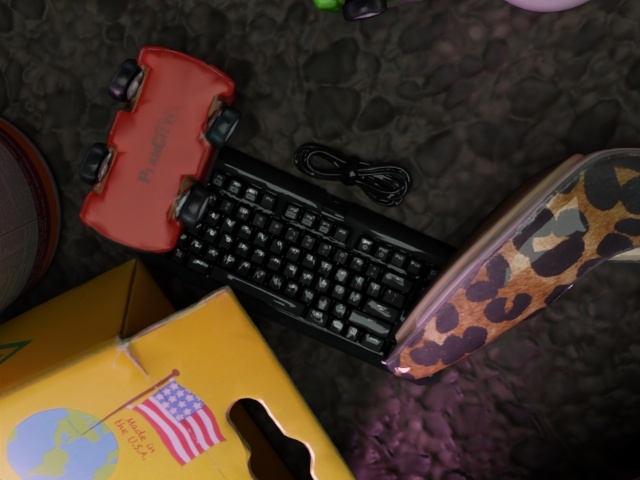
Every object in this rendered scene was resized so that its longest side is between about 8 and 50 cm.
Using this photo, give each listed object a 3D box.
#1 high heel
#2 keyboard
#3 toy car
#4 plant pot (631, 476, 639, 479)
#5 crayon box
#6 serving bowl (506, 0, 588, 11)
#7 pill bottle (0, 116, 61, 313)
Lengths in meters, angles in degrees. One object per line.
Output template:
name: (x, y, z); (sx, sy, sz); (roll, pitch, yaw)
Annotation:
high heel: (0.176, 0.029, 0.524); (0.261, 0.093, 0.186); (-40, 91, 0)
keyboard: (0.000, 0.000, 0.577); (0.180, 0.023, 0.108); (24, 103, -2)
toy car: (-0.023, -0.127, 0.529); (0.225, 0.053, 0.238); (-11, 94, 2)
plant pot: (0.156, 0.241, 0.474); (0.306, 0.334, 0.333); (-21, 100, 14)
crayon box: (-0.137, 0.146, 0.564); (0.319, 0.081, 0.202); (-25, 117, 10)
serving bowl: (0.114, -0.154, 0.530); (0.083, 0.027, 0.083); (1, 103, 3)
pill bottle: (-0.209, 0.004, 0.491); (0.121, 0.221, 0.121); (1, 102, 6)
